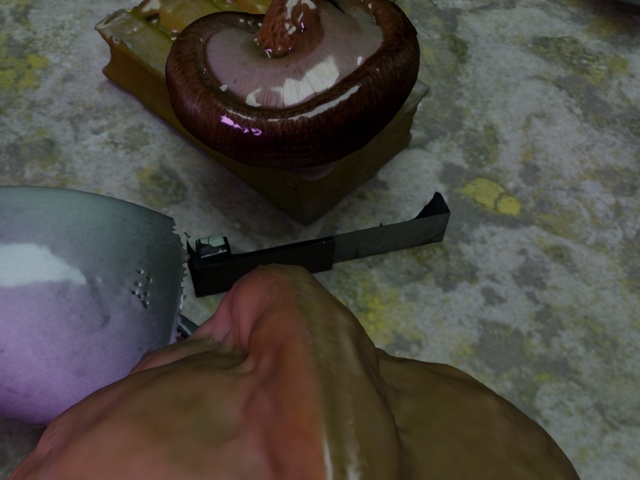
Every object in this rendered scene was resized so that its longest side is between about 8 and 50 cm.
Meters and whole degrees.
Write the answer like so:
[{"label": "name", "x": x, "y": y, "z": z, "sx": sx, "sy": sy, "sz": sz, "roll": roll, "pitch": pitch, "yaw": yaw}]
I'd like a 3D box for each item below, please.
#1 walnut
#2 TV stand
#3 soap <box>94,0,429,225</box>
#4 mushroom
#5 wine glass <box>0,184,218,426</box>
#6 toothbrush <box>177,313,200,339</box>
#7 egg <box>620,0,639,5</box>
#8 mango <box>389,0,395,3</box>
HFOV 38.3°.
[{"label": "walnut", "x": -0.013, "y": 0.200, "z": 0.548, "sx": 0.384, "sy": 0.383, "sz": 0.383, "roll": 3, "pitch": 53, "yaw": -4}, {"label": "TV stand", "x": 0.000, "y": 0.000, "z": 0.897, "sx": 0.257, "sy": 0.049, "sz": 0.040, "roll": -12, "pitch": 54, "yaw": -14}, {"label": "soap", "x": -0.066, "y": -0.170, "z": 0.994, "sx": 0.315, "sy": 0.091, "sz": 0.199, "roll": 37, "pitch": 59, "yaw": 20}, {"label": "mushroom", "x": -0.024, "y": -0.141, "z": 0.850, "sx": 0.232, "sy": 0.138, "sz": 0.194, "roll": -2, "pitch": 66, "yaw": 6}, {"label": "wine glass", "x": -0.274, "y": 0.036, "z": 0.685, "sx": 0.357, "sy": 0.190, "sz": 0.190, "roll": 12, "pitch": 50, "yaw": -22}, {"label": "toothbrush", "x": -0.079, "y": 0.107, "z": 0.822, "sx": 0.297, "sy": 0.030, "sz": 0.030, "roll": 29, "pitch": 49, "yaw": 14}, {"label": "egg", "x": 0.404, "y": -0.405, "z": 1.158, "sx": 0.183, "sy": 0.182, "sz": 0.264, "roll": 0, "pitch": 46, "yaw": -6}, {"label": "mango", "x": 0.043, "y": -0.330, "z": 1.132, "sx": 0.117, "sy": 0.089, "sz": 0.163, "roll": -9, "pitch": 66, "yaw": -22}]
